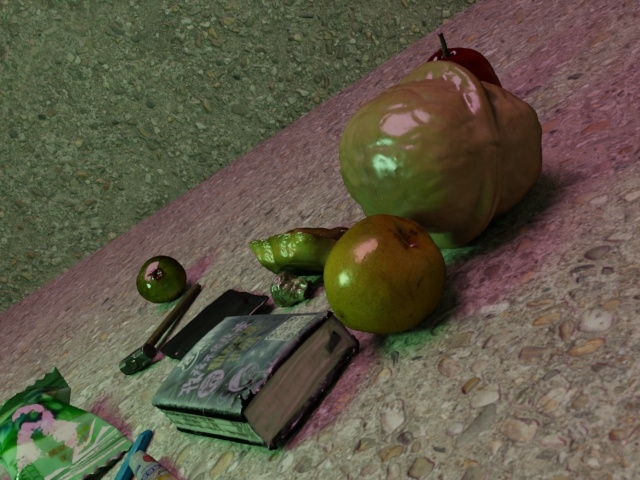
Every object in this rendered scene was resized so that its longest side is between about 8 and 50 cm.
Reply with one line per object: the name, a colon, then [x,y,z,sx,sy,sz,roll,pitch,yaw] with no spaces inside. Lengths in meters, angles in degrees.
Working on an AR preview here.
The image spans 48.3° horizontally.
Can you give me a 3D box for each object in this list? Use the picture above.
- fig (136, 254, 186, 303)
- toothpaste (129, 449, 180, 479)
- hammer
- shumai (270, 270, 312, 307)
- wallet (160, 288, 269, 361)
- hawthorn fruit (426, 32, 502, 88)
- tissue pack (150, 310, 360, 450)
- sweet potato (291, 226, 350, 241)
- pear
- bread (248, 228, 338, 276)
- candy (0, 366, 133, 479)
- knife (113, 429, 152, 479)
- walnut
fig: [-0.486,0.135,2.219,0.151,0.151,0.259,-41,-8,-14]
toothpaste: [-0.293,0.425,1.266,0.067,0.042,0.195,-40,25,-22]
hammer: [-0.417,0.223,1.943,0.111,0.043,0.365,-36,13,33]
shumai: [-0.061,0.109,1.572,0.080,0.082,0.083,-5,58,54]
wallet: [-0.264,0.207,1.734,0.247,0.041,0.323,-41,14,-19]
hawthorn fruit: [0.345,-0.404,1.817,0.211,0.265,0.230,-14,26,6]
tissue pack: [-0.133,0.242,1.312,0.361,0.122,0.259,-13,27,52]
sweet potato: [0.000,0.000,1.730,0.075,0.075,0.273,-47,24,-29]
pear: [0.102,0.063,1.206,0.209,0.208,0.209,-32,19,12]
bread: [-0.048,0.032,1.621,0.233,0.161,0.088,-18,69,52]
candy: [-0.603,0.447,1.563,0.263,0.172,0.398,-43,30,-25]
knife: [-0.376,0.458,1.351,0.044,0.026,0.296,-26,18,20]
walnut: [0.219,-0.159,1.349,0.381,0.381,0.381,-32,19,12]
